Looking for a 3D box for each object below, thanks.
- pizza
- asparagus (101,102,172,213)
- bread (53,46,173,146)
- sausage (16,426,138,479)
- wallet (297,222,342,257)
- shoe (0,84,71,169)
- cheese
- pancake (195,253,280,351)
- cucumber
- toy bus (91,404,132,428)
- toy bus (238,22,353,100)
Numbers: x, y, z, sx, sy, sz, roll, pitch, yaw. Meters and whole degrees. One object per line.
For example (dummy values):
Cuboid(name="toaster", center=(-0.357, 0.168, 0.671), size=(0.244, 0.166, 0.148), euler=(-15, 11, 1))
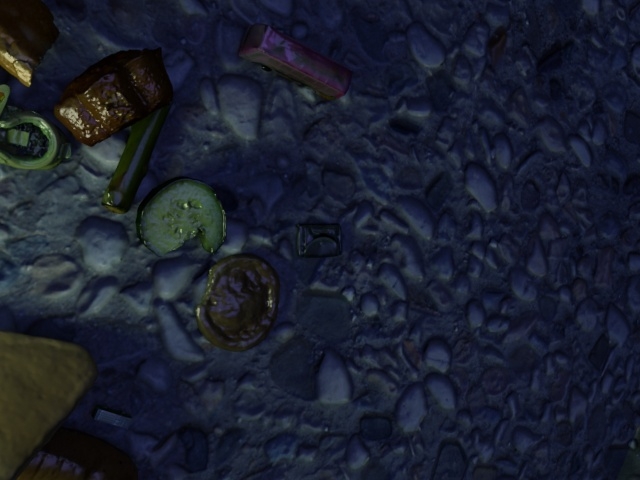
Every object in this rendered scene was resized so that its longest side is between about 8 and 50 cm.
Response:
Cuboid(name="pizza", center=(-0.606, -0.456, 1.134), size=(0.365, 0.073, 0.182), euler=(61, 30, -1))
Cuboid(name="asparagus", center=(-0.398, -0.191, 1.303), size=(0.067, 0.060, 0.278), euler=(20, 80, -18))
Cuboid(name="bread", center=(-0.414, -0.289, 1.192), size=(0.246, 0.232, 0.135), euler=(-28, 108, 6))
Cuboid(name="sausage", center=(-0.595, 0.417, 1.174), size=(0.500, 0.123, 0.136), euler=(25, 101, -28))
Cuboid(name="wallet", center=(0.000, 0.000, 1.550), size=(0.129, 0.026, 0.088), euler=(-2, 92, -29))
Cuboid(name="shoe", center=(-0.615, -0.217, 1.150), size=(0.262, 0.128, 0.140), euler=(17, 77, -34))
Cuboid(name="cheese", center=(-0.641, 0.274, 1.082), size=(0.383, 0.104, 0.384), euler=(24, 37, -20))
Cuboid(name="pancake", center=(-0.190, 0.149, 1.438), size=(0.222, 0.042, 0.236), euler=(44, 70, -21))
Cuboid(name="cucumber", center=(-0.310, -0.055, 1.321), size=(0.191, 0.130, 0.191), euler=(-1, 92, -25))
Cuboid(name="toy bus", center=(-0.451, 0.384, 1.300), size=(0.083, 0.037, 0.031), euler=(28, 78, -27))
Cuboid(name="toy bus", center=(-0.056, -0.437, 1.464), size=(0.274, 0.112, 0.090), euler=(19, 90, -29))
